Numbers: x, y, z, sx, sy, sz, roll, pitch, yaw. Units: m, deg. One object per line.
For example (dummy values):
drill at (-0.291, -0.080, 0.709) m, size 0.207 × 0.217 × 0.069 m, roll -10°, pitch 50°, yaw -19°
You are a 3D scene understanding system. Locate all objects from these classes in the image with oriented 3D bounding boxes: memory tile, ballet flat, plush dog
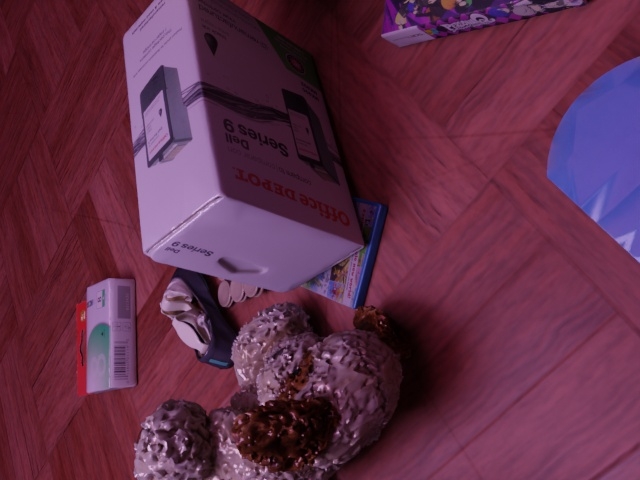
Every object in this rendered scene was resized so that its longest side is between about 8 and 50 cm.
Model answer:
memory tile at (-0.112, 0.011, 0.826) m, size 0.113 × 0.012 × 0.148 m, roll -26°, pitch 66°, yaw 50°
ballet flat at (-0.178, 0.098, 0.849) m, size 0.203 × 0.074 × 0.074 m, roll 48°, pitch 117°, yaw 38°
plush dog at (-0.014, 0.169, 0.597) m, size 0.210 × 0.262 × 0.225 m, roll 47°, pitch 133°, yaw 1°

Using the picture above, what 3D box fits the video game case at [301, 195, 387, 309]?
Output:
video game case at (0.000, 0.000, 0.724) m, size 0.166 × 0.015 × 0.119 m, roll 19°, pitch 97°, yaw 45°

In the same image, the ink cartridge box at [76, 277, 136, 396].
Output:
ink cartridge box at (-0.398, 0.175, 1.071) m, size 0.225 × 0.056 × 0.181 m, roll -19°, pitch 70°, yaw 40°

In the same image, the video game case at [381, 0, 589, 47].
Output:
video game case at (0.160, -0.322, 0.594) m, size 0.210 × 0.042 × 0.232 m, roll 5°, pitch 88°, yaw 47°

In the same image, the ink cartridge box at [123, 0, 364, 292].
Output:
ink cartridge box at (-0.086, -0.109, 0.673) m, size 0.121 × 0.211 × 0.289 m, roll -32°, pitch 58°, yaw 31°

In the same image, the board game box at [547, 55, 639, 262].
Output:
board game box at (0.262, -0.058, 0.460) m, size 0.133 × 0.033 × 0.168 m, roll -50°, pitch 57°, yaw 22°
